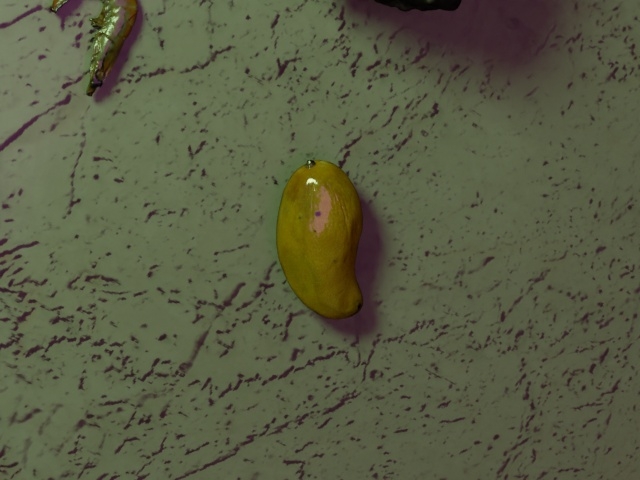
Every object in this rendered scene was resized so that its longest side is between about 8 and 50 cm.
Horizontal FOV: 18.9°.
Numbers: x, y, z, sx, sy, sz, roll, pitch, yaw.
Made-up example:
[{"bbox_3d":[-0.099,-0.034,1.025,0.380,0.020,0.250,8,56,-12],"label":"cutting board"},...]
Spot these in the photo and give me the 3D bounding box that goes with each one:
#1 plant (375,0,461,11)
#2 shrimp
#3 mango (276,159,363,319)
[{"bbox_3d":[0.085,-0.377,1.970,0.199,0.188,0.276,10,97,-15],"label":"plant"},{"bbox_3d":[-0.240,-0.214,1.998,0.091,0.025,0.127,10,97,-20],"label":"shrimp"},{"bbox_3d":[0.000,0.000,2.109,0.098,0.075,0.190,-10,114,-9],"label":"mango"}]
